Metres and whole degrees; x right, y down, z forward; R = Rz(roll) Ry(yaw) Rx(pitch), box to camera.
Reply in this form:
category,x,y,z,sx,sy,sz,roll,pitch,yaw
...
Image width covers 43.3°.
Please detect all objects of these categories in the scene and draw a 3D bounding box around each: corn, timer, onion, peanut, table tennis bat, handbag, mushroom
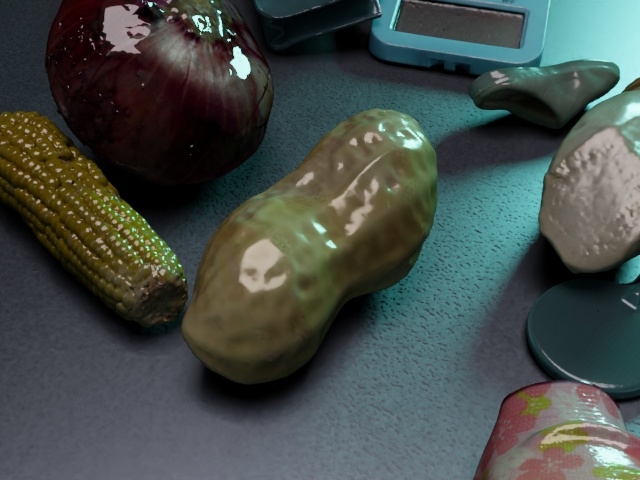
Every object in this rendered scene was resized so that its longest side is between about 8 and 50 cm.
category,x,y,z,sx,sy,sz,roll,pitch,yaw
corn,-0.238,-0.032,0.768,0.097,0.097,0.320,-30,54,-30
timer,0.198,-0.325,1.106,0.231,0.091,0.250,11,47,9
onion,-0.175,-0.170,0.847,0.252,0.219,0.252,19,59,-34
peanut,0.000,0.000,0.714,0.149,0.149,0.313,30,52,27
table tennis bat,0.272,0.065,0.727,0.201,0.033,0.124,-34,56,-30
handbag,-0.011,-0.361,1.120,0.179,0.062,0.229,-17,44,3
mushroom,0.315,-0.083,0.824,0.128,0.128,0.350,26,43,24

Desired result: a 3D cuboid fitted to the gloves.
category,x,y,z,sx,sy,sz,roll,pitch,yaw
gloves,0.156,0.207,0.507,0.145,0.126,0.241,10,35,1

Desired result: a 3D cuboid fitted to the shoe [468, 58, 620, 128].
category,x,y,z,sx,sy,sz,roll,pitch,yaw
shoe,0.271,-0.166,0.961,0.195,0.079,0.078,-4,78,-18
